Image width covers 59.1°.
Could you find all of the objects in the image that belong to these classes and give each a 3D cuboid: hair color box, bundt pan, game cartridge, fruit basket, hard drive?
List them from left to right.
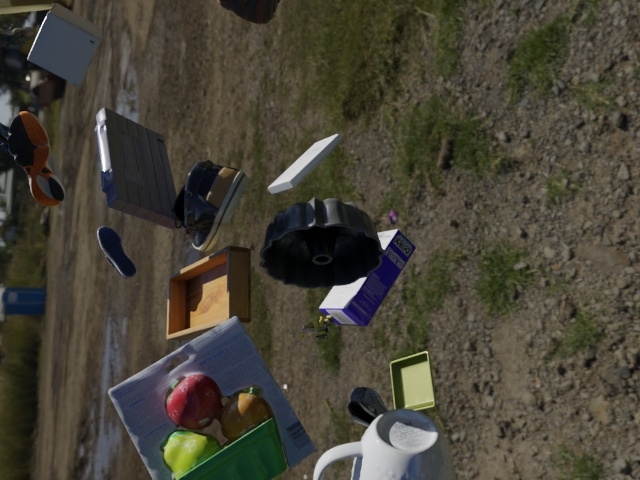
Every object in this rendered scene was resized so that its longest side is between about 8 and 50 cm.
[{"bbox_3d":[-0.534,-0.209,1.642,0.068,0.230,0.355,-39,54,27],"label":"game cartridge"},{"bbox_3d":[-0.237,0.397,1.240,0.353,0.327,0.165,54,165,19],"label":"fruit basket"},{"bbox_3d":[-0.064,-0.311,2.305,0.307,0.040,0.203,-47,19,-24],"label":"hard drive"},{"bbox_3d":[0.000,0.000,1.502,0.331,0.330,0.124,-47,39,48],"label":"bundt pan"},{"bbox_3d":[0.160,0.127,1.911,0.339,0.110,0.185,-56,20,-21],"label":"hair color box"}]

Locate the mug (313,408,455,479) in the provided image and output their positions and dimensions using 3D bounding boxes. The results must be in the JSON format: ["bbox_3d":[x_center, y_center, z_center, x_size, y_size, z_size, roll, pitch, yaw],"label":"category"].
[{"bbox_3d":[0.168,0.626,1.477,0.276,0.374,0.328,-97,6,-68],"label":"mug"}]

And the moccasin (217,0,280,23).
[{"bbox_3d":[-0.133,-0.625,1.296,0.139,0.147,0.380,104,-177,-55],"label":"moccasin"}]

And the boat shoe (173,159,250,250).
[{"bbox_3d":[-0.323,-0.098,1.591,0.187,0.156,0.500,-67,11,-19],"label":"boat shoe"}]

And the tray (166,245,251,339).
[{"bbox_3d":[-0.331,0.165,1.640,0.411,0.076,0.203,-23,65,51],"label":"tray"}]

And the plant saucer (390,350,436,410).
[{"bbox_3d":[0.332,0.501,1.976,0.188,0.045,0.188,-30,53,44],"label":"plant saucer"}]

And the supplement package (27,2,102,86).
[{"bbox_3d":[-0.517,-0.403,1.154,0.105,0.105,0.179,-57,31,13],"label":"supplement package"}]

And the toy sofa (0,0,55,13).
[{"bbox_3d":[-0.592,-0.629,1.060,0.177,0.150,0.362,47,134,9],"label":"toy sofa"}]

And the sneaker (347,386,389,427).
[{"bbox_3d":[0.121,0.482,1.661,0.086,0.132,0.228,-61,30,0],"label":"sneaker"}]

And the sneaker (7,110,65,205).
[{"bbox_3d":[-0.766,-0.229,1.527,0.121,0.099,0.262,-122,26,-52],"label":"sneaker"}]

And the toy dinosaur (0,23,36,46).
[{"bbox_3d":[-0.821,-0.511,1.376,0.268,0.064,0.118,-7,94,20],"label":"toy dinosaur"}]

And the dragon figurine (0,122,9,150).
[{"bbox_3d":[-0.879,-0.292,1.514,0.085,0.144,0.289,-45,20,-1],"label":"dragon figurine"}]

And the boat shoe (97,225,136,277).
[{"bbox_3d":[-0.655,0.043,1.788,0.066,0.066,0.183,-27,92,52],"label":"boat shoe"}]

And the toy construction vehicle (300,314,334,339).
[{"bbox_3d":[-0.010,0.249,1.642,0.086,0.098,0.035,-87,-15,-64],"label":"toy construction vehicle"}]
